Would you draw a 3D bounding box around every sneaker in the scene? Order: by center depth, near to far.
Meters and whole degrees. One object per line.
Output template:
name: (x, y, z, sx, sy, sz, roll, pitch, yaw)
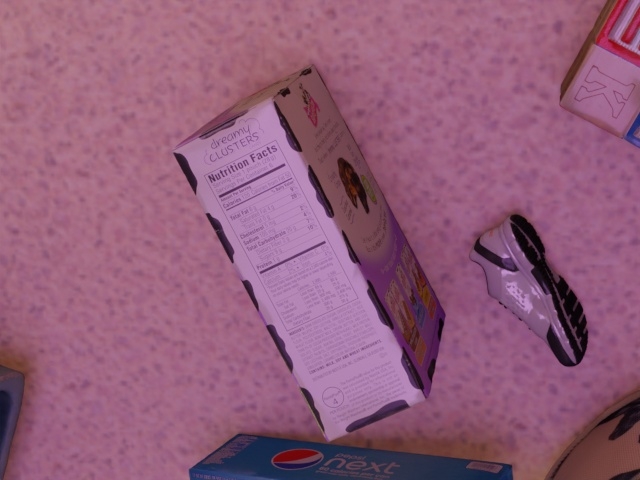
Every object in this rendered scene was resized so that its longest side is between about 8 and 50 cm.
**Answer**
sneaker: (0.138, 0.036, 0.949, 0.044, 0.040, 0.109, -27, 95, 32)

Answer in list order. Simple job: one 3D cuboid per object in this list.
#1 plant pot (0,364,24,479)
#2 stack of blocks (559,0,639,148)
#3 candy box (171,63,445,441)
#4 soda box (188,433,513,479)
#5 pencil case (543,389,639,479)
plant pot: (-0.395, 0.174, 0.977, 0.252, 0.248, 0.247, 23, 108, 22)
stack of blocks: (0.285, -0.174, 0.838, 0.171, 0.087, 0.297, 28, 107, 2)
candy box: (0.000, 0.000, 0.893, 0.070, 0.165, 0.196, -26, 98, 14)
soda box: (0.020, 0.181, 0.957, 0.210, 0.067, 0.071, 2, 106, 29)
pencil case: (0.304, 0.275, 0.915, 0.183, 0.160, 0.410, -39, 95, 8)
